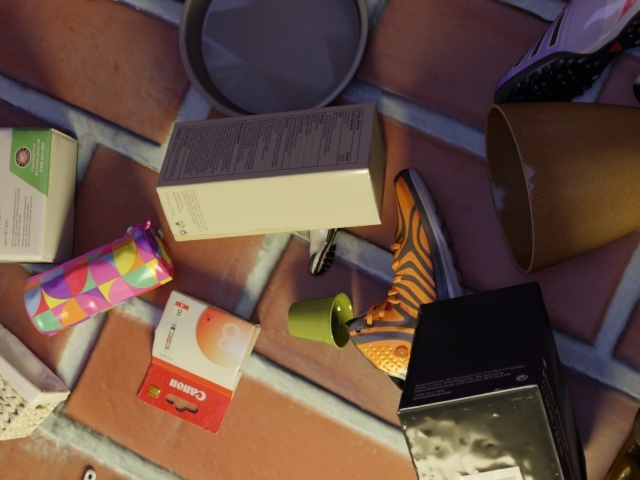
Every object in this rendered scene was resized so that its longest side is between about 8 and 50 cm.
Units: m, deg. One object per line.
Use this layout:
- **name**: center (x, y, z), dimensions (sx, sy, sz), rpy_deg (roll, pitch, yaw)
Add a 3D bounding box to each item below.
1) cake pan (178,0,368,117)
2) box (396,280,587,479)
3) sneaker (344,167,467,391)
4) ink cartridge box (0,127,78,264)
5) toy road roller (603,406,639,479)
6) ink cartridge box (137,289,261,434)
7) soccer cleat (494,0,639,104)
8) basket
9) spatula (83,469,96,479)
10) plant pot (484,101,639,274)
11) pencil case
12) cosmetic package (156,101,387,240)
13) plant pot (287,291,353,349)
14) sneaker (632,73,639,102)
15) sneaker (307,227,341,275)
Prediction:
- **cake pan**: center (-0.068, -0.314, 2.006), dimensions (0.293, 0.054, 0.293), rpy_deg (-1, 84, 13)
- **box**: center (0.233, 0.252, 1.703), dimensions (0.183, 0.294, 0.296), rpy_deg (-13, 111, 14)
- **sneaker**: center (0.111, 0.065, 1.891), dimensions (0.180, 0.124, 0.321), rpy_deg (-16, 81, 10)
- **ink cartridge box**: center (-0.530, -0.068, 2.052), dimensions (0.278, 0.117, 0.201), rpy_deg (1, 84, 12)
- **toy road roller**: center (0.485, 0.382, 1.743), dimensions (0.241, 0.202, 0.329), rpy_deg (27, 96, 2)
- **ink cartridge box**: center (-0.189, 0.182, 1.989), dimensions (0.145, 0.045, 0.179), rpy_deg (22, 87, 14)
- **soccer cleat**: center (0.375, -0.297, 1.892), dimensions (0.318, 0.108, 0.116), rpy_deg (-35, 56, 10)
- **basket**: center (-0.487, 0.216, 2.017), dimensions (0.167, 0.113, 0.103), rpy_deg (40, 96, 14)
- **spatula**: center (-0.330, 0.485, 2.004), dimensions (0.168, 0.019, 0.242), rpy_deg (18, 88, 19)
- **plant pot**: center (0.377, -0.095, 1.814), dimensions (0.254, 0.237, 0.237), rpy_deg (-12, 81, -4)
- **pencil case**: center (-0.335, 0.055, 2.007), dimensions (0.236, 0.104, 0.104), rpy_deg (-27, 79, 8)
- **cosmetic package**: center (-0.066, -0.099, 1.919), dimensions (0.310, 0.113, 0.160), rpy_deg (-3, 42, 12)
- **plant pot**: center (-0.003, 0.117, 1.942), dimensions (0.079, 0.083, 0.083), rpy_deg (0, 84, 26)
- **sneaker**: center (0.582, -0.182, 1.826), dimensions (0.292, 0.110, 0.118), rpy_deg (34, 83, 13)
- **sneaker**: center (0.000, 0.000, 1.972), dimensions (0.044, 0.040, 0.109), rpy_deg (14, 84, 30)
